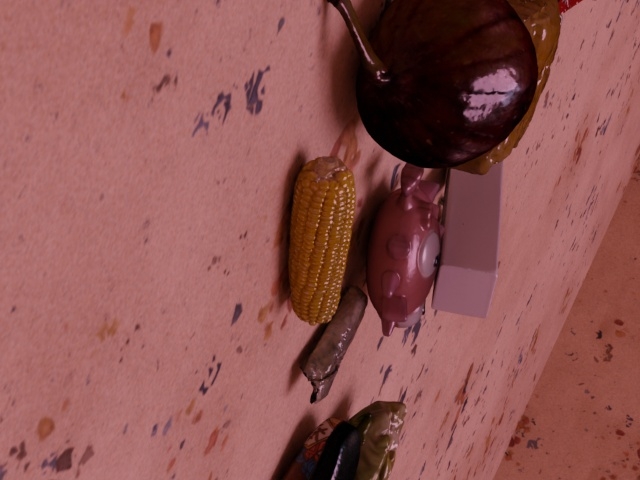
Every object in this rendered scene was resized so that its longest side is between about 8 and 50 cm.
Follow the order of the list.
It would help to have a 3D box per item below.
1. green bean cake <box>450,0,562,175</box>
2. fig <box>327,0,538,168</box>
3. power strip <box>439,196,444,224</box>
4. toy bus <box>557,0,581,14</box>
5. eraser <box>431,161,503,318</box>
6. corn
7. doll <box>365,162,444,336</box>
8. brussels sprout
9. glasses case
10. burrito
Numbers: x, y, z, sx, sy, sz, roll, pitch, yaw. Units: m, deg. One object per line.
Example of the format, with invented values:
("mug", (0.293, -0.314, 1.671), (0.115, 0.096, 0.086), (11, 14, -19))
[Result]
("green bean cake", (0.218, -0.213, 1.598), (0.224, 0.131, 0.230), (-39, 145, -59))
("fig", (0.109, -0.162, 1.282), (0.249, 0.186, 0.204), (-26, 152, -55))
("power strip", (0.184, -0.031, 1.862), (0.055, 0.035, 0.083), (-46, 163, -50))
("toy bus", (0.320, -0.360, 1.724), (0.195, 0.081, 0.089), (-36, 131, -35))
("eraser", (0.204, -0.020, 1.703), (0.298, 0.076, 0.078), (-76, 175, -53))
("corn", (0.000, 0.000, 1.299), (0.067, 0.067, 0.206), (-50, 153, -46))
("doll", (0.105, 0.010, 1.552), (0.211, 0.093, 0.262), (-68, 166, -50))
("brussels sprout", (0.053, 0.300, 1.719), (0.139, 0.100, 0.181), (16, 93, -82))
("glasses case", (-0.035, 0.372, 1.556), (0.321, 0.082, 0.122), (-62, 159, -19))
("burrito", (0.017, 0.123, 1.515), (0.171, 0.042, 0.051), (-57, 147, -39))
